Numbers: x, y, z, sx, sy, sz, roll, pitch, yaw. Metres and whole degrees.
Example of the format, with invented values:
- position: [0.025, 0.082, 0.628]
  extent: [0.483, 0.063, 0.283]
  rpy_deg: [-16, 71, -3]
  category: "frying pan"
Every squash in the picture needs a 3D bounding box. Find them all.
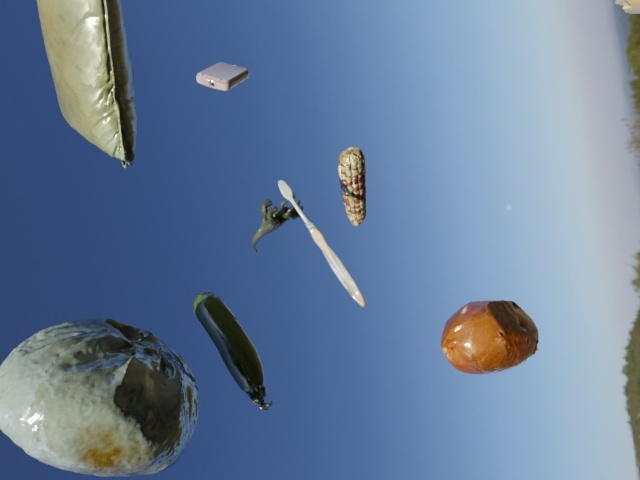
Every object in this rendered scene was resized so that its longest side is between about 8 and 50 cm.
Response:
- position: [-0.208, 0.258, 1.188]
  extent: [0.087, 0.087, 0.331]
  rpy_deg: [-3, -126, -57]
  category: "squash"

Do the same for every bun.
- position: [-0.375, 0.261, 0.874]
  extent: [0.362, 0.362, 0.211]
  rpy_deg: [32, -93, -49]
  category: "bun"

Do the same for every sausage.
- position: [0.369, 0.208, 1.070]
  extent: [0.268, 0.141, 0.153]
  rpy_deg: [6, -135, -46]
  category: "sausage"

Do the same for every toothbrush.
- position: [0.000, 0.000, 1.159]
  extent: [0.375, 0.028, 0.037]
  rpy_deg: [56, -170, 20]
  category: "toothbrush"

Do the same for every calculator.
- position: [-0.264, -0.448, 1.341]
  extent: [0.175, 0.100, 0.032]
  rpy_deg: [-60, -14, -53]
  category: "calculator"

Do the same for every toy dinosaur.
- position: [-0.124, -0.040, 1.521]
  extent: [0.187, 0.087, 0.178]
  rpy_deg: [-16, -56, -18]
  category: "toy dinosaur"

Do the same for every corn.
- position: [0.096, -0.150, 1.386]
  extent: [0.079, 0.080, 0.237]
  rpy_deg: [-56, -35, -45]
  category: "corn"

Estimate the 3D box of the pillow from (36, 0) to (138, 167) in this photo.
- position: [-0.260, -0.240, 0.527]
  extent: [0.075, 0.185, 0.302]
  rpy_deg: [-20, -54, -34]
  category: "pillow"

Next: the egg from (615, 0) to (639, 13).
- position: [0.517, -0.446, 0.694]
  extent: [0.201, 0.245, 0.200]
  rpy_deg: [19, -115, -48]
  category: "egg"
